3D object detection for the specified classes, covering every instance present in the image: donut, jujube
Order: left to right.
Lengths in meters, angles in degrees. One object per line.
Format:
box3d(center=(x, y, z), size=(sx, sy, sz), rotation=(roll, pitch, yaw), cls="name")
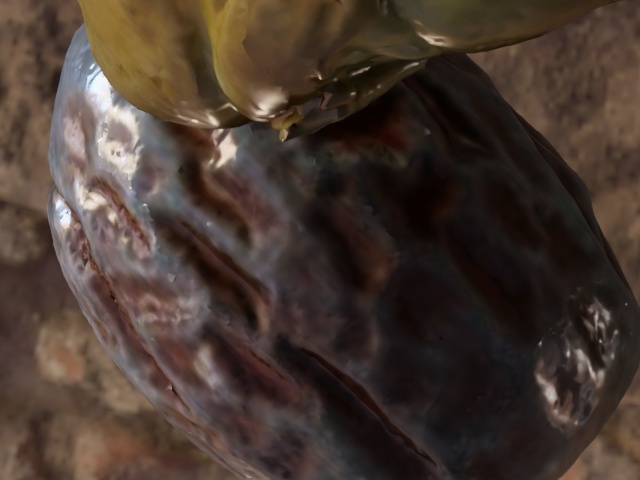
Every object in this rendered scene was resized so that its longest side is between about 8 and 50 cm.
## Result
box3d(center=(0.006, -0.007, 0.946), size=(0.308, 0.246, 0.215), rotation=(43, -66, -5), cls="jujube")
box3d(center=(0.069, -0.172, 0.678), size=(0.360, 0.360, 0.170), rotation=(-15, -74, 40), cls="donut")
